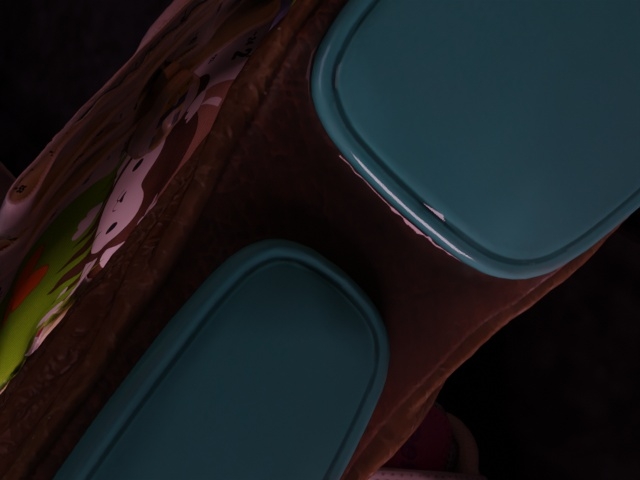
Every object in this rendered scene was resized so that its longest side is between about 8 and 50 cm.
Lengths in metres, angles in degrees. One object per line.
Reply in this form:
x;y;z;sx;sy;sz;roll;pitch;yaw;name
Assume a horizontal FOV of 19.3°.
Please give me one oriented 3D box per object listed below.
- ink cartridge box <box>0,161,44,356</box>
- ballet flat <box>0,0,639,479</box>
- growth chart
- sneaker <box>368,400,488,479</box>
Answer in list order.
-0.205;0.042;0.751;0.127;0.128;0.176;42;114;37;ink cartridge box
0.000;0.000;0.520;0.342;0.116;0.124;-53;23;-14;ballet flat
-0.057;-0.017;0.568;0.021;0.237;0.172;34;152;7;growth chart
0.001;0.103;0.573;0.111;0.103;0.252;-46;58;31;sneaker
